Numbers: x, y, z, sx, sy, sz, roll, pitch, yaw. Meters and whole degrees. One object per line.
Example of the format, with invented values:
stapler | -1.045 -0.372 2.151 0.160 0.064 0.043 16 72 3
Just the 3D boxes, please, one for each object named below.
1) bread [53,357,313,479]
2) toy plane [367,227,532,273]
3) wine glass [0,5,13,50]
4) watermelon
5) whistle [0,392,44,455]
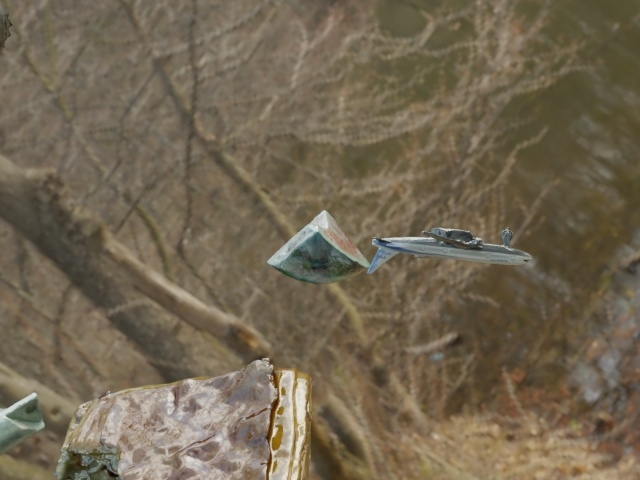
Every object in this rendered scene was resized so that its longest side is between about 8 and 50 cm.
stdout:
bread | -0.167 0.324 1.503 0.369 0.192 0.314 -15 38 16
toy plane | 0.175 0.011 1.608 0.226 0.226 0.058 74 -167 -81
wine glass | -0.208 -0.068 0.492 0.066 0.066 0.198 -49 2 34
watermelon | 0.000 0.000 0.915 0.085 0.085 0.061 137 141 -54
whistle | -0.507 0.303 1.573 0.312 0.062 0.062 -32 -5 -32
